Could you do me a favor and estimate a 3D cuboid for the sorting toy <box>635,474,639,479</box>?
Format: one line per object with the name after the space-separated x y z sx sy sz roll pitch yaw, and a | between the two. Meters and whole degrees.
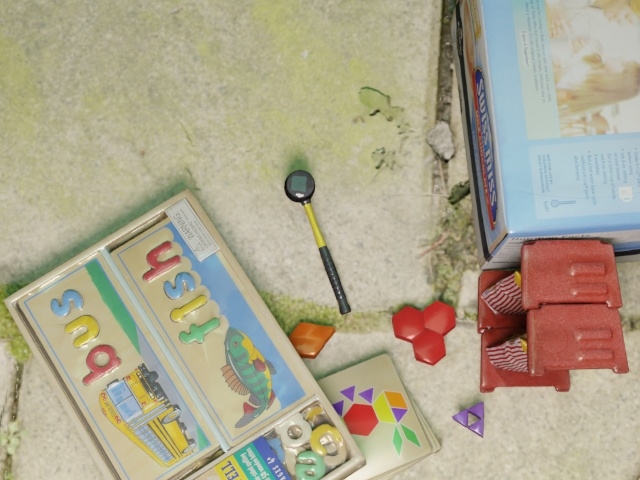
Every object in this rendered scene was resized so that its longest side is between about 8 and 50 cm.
0.451 0.304 1.585 0.132 0.046 0.274 39 80 7 | sorting toy

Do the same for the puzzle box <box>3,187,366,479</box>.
-0.167 0.169 1.575 0.272 0.052 0.409 -33 73 -7 | puzzle box

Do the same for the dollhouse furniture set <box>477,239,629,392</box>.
0.389 0.092 1.560 0.374 0.201 0.152 -1 78 -8 | dollhouse furniture set

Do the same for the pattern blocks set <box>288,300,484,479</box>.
0.038 0.228 1.590 0.324 0.026 0.285 -14 71 -4 | pattern blocks set

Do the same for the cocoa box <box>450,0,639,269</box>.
0.298 -0.157 1.587 0.231 0.228 0.347 -4 78 -2 | cocoa box

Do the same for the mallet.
0.000 0.000 1.633 0.039 0.062 0.190 -20 80 -4 | mallet
